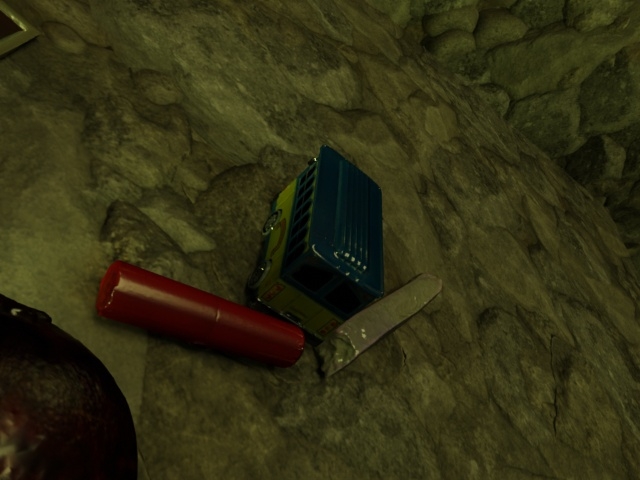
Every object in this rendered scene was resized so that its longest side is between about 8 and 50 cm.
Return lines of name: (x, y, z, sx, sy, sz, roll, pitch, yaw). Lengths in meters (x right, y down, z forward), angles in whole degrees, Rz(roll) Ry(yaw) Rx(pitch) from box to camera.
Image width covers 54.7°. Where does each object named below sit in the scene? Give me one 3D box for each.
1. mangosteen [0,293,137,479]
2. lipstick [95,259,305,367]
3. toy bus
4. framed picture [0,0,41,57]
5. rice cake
mangosteen: (-0.277, 0.168, 0.413, 0.297, 0.297, 0.293, 3, 99, -48)
lipstick: (-0.146, 0.104, 0.801, 0.279, 0.073, 0.073, 25, 41, -32)
toy bus: (0.000, 0.000, 0.970, 0.138, 0.175, 0.288, 35, 33, -21)
framed picture: (-0.525, -0.289, 0.782, 0.211, 0.020, 0.290, 41, 34, -14)
rice cake: (0.113, 0.130, 1.079, 0.064, 0.070, 0.399, 53, 33, 11)
